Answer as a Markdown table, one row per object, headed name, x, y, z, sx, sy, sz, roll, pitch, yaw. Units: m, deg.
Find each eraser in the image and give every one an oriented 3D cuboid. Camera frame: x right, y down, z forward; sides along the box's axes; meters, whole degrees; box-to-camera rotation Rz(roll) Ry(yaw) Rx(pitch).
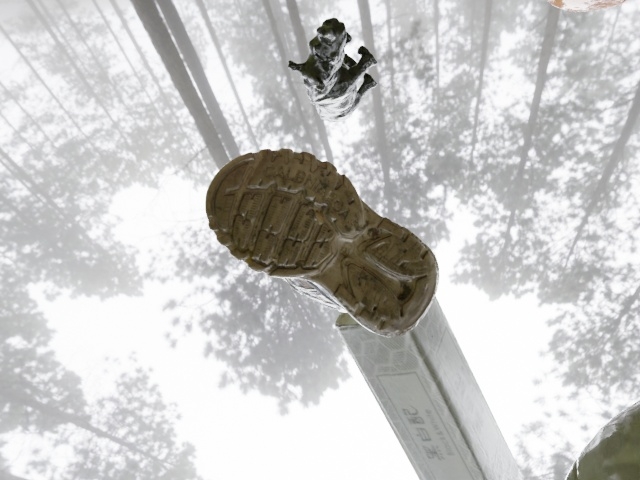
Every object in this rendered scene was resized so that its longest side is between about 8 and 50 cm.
| name | x | y | z | sx | sy | sz | roll | pitch | yaw |
| --- | --- | --- | --- | --- | --- | --- | --- | --- | --- |
| eraser | 0.159 | 0.237 | 0.583 | 0.096 | 0.404 | 0.098 | -18 | -162 | 36 |

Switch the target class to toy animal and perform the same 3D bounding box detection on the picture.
| name | x | y | z | sx | sy | sz | roll | pitch | yaw |
| --- | --- | --- | --- | --- | --- | --- | --- | --- | --- |
| toy animal | 0.012 | -0.142 | 0.391 | 0.047 | 0.135 | 0.065 | 40 | -86 | 7 |

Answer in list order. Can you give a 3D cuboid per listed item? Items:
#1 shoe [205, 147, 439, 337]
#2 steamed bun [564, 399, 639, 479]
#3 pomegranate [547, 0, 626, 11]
| name | x | y | z | sx | sy | sz | roll | pitch | yaw |
| --- | --- | --- | --- | --- | --- | --- | --- | --- | --- |
| shoe | 0.000 | 0.000 | 0.352 | 0.180 | 0.092 | 0.089 | 31 | -96 | -10 |
| steamed bun | 0.401 | 0.235 | 0.383 | 0.383 | 0.236 | 0.247 | -31 | -154 | 13 |
| pomegranate | 0.461 | -0.486 | 0.763 | 0.209 | 0.209 | 0.209 | -7 | -127 | 9 |
